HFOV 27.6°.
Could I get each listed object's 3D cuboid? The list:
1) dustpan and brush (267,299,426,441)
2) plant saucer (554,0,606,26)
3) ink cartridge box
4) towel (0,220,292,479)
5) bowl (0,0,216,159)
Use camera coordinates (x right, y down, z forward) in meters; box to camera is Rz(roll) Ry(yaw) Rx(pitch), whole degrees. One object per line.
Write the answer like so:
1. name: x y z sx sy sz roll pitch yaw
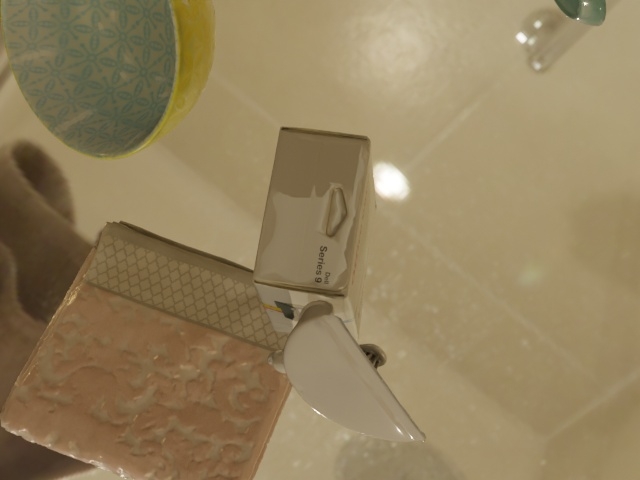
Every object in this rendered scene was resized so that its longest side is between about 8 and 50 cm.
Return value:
1. dustpan and brush: 0.003 0.114 1.168 0.060 0.211 0.147 -47 -70 -35
2. plant saucer: 0.254 -0.271 1.340 0.119 0.021 0.119 63 175 9
3. ink cartridge box: 0.000 0.000 1.254 0.093 0.212 0.154 8 -105 4
4. towel: -0.198 0.156 1.674 0.332 0.053 0.317 19 -111 12
5. bowl: -0.215 -0.249 1.492 0.156 0.289 0.289 -25 -106 -48
